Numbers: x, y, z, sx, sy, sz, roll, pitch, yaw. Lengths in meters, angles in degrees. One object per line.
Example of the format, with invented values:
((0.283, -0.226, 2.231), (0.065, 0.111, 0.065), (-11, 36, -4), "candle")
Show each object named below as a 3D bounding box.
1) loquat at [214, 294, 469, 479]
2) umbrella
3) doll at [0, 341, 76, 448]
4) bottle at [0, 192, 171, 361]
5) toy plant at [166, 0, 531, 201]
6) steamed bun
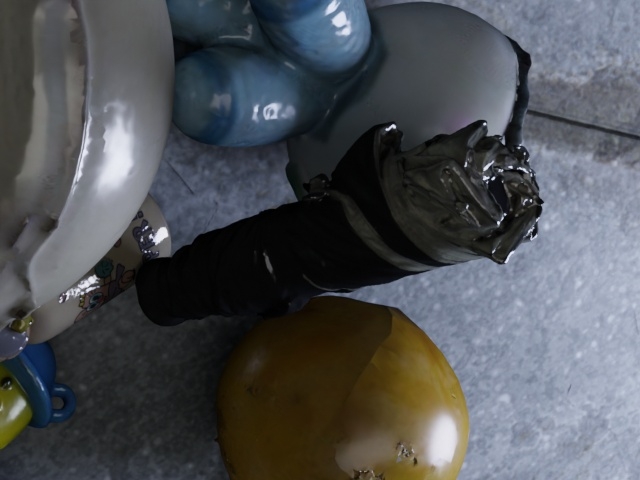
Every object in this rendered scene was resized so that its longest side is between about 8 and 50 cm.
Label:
((0.019, 0.168, 1.161), (0.235, 0.235, 0.235), (-7, 112, -19), "loquat")
((-0.002, -0.006, 0.965), (0.358, 0.106, 0.113), (-18, 126, 36), "umbrella")
((-0.380, 0.140, 1.032), (0.363, 0.145, 0.199), (2, 67, -25), "doll")
((-0.224, 0.031, 1.035), (0.209, 0.110, 0.097), (-37, 128, -35), "bottle")
((-0.023, -0.156, 1.025), (0.332, 0.247, 0.247), (31, 97, -26), "toy plant")
((-0.269, -0.121, 0.903), (0.374, 0.241, 0.374), (3, 100, 19), "steamed bun")
